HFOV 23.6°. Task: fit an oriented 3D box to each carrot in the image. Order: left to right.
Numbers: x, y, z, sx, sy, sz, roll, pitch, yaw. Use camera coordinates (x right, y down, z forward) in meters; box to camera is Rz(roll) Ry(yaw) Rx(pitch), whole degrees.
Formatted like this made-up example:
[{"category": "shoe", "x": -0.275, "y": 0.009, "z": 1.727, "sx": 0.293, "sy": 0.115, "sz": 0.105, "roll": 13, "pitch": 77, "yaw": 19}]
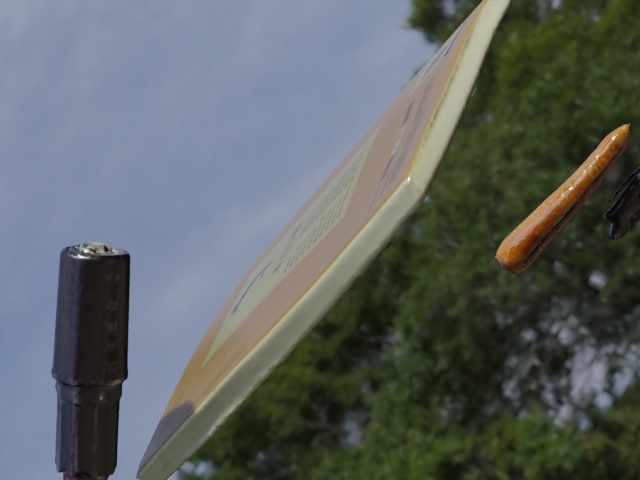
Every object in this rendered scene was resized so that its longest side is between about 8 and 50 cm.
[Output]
[{"category": "carrot", "x": 0.247, "y": -0.041, "z": 1.521, "sx": 0.190, "sy": 0.037, "sz": 0.037, "roll": -47, "pitch": -25, "yaw": 6}]

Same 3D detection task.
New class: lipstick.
[{"category": "lipstick", "x": -0.243, "y": 0.151, "z": 1.607, "sx": 0.081, "sy": 0.081, "sz": 0.299, "roll": -13, "pitch": -69, "yaw": -57}]

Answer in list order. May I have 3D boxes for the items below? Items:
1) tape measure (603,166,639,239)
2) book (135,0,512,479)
[{"category": "tape measure", "x": 0.330, "y": -0.074, "z": 0.912, "sx": 0.351, "sy": 0.215, "sz": 0.098, "roll": -64, "pitch": -4, "yaw": 38}, {"category": "book", "x": 0.000, "y": 0.000, "z": 1.131, "sx": 0.389, "sy": 0.032, "sz": 0.269, "roll": -48, "pitch": 10, "yaw": 42}]
